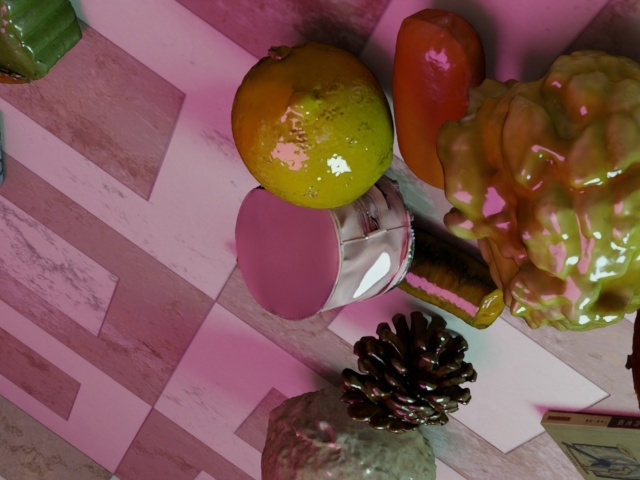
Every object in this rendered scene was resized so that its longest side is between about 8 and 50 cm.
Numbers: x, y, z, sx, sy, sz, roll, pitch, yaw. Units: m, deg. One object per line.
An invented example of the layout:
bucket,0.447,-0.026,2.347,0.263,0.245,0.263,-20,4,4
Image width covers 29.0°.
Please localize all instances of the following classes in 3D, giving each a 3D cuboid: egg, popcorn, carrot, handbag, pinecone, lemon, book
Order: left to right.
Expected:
lemon,-0.006,-0.120,1.328,0.173,0.173,0.206,15,162,33
handbag,0.001,0.000,1.482,0.205,0.116,0.179,9,102,47
egg,0.039,0.368,1.946,0.310,0.279,0.279,25,152,37
pinecone,0.118,0.179,1.660,0.179,0.150,0.195,0,154,-33
carrot,0.146,0.043,1.506,0.173,0.082,0.082,30,152,16
popcorn,0.230,-0.046,1.137,0.258,0.224,0.270,57,156,-8
book,0.423,0.292,1.646,0.231,0.026,0.161,-4,133,50

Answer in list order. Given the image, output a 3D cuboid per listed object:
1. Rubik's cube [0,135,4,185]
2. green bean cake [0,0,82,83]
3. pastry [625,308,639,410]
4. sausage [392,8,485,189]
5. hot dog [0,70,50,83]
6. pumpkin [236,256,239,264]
Rubik's cube,-0.664,-0.127,1.963,0.237,0.237,0.238,33,153,2
green bean cake,-0.421,-0.311,1.542,0.214,0.113,0.200,20,149,28
pastry,0.366,0.092,1.217,0.093,0.192,0.182,10,-178,-2
sausage,0.119,-0.141,1.243,0.098,0.098,0.238,24,153,20
hot dog,-0.483,-0.256,1.733,0.289,0.068,0.083,9,177,40
pumpkin,-0.084,0.046,1.810,0.101,0.035,0.073,48,147,-18
